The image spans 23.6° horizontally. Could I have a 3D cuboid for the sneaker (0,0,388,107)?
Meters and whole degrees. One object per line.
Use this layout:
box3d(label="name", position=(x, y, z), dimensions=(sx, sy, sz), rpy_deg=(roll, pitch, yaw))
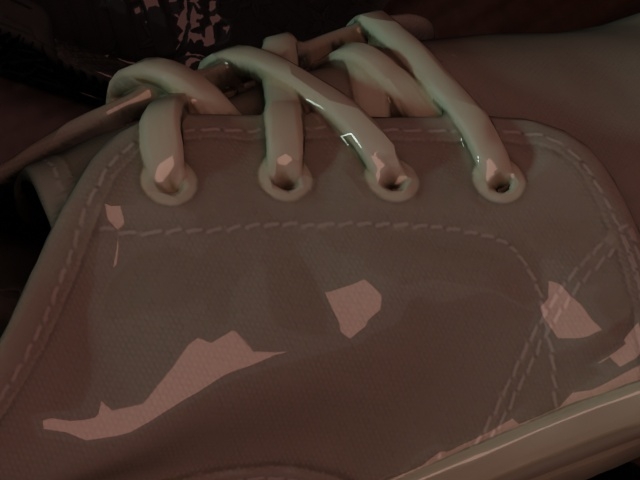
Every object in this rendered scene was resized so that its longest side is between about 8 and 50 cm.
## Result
box3d(label="sneaker", position=(-0.059, -0.088, 0.514), dimensions=(0.170, 0.051, 0.089), rpy_deg=(20, 76, -20))

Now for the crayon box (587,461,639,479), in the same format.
box3d(label="crayon box", position=(-0.019, 0.212, 0.432), dimensions=(0.323, 0.083, 0.203), rpy_deg=(-17, 93, -7))

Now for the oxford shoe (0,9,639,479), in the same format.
box3d(label="oxford shoe", position=(0.000, 0.000, 0.442), dimensions=(0.449, 0.169, 0.130), rpy_deg=(-23, 121, -14))
